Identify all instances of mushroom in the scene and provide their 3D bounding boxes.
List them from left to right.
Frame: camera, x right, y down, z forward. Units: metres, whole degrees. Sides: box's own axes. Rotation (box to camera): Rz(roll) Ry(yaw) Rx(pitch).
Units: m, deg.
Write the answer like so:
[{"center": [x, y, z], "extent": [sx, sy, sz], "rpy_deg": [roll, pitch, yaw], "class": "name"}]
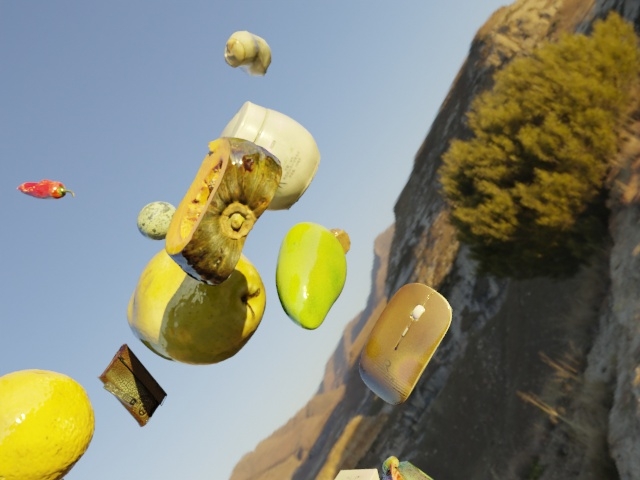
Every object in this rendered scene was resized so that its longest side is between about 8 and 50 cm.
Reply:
[{"center": [-0.204, -0.525, 1.745], "extent": [0.351, 0.097, 0.109], "rpy_deg": [-51, -26, -78], "class": "mushroom"}]

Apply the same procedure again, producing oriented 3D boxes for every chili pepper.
[{"center": [-0.757, -0.142, 1.711], "extent": [0.059, 0.191, 0.050], "rpy_deg": [-66, -24, -46], "class": "chili pepper"}]

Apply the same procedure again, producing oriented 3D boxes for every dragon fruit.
[{"center": [0.263, 0.687, 1.621], "extent": [0.130, 0.268, 0.295], "rpy_deg": [-54, 14, -9], "class": "dragon fruit"}]

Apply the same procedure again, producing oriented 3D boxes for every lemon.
[{"center": [-0.559, 0.365, 1.202], "extent": [0.228, 0.228, 0.253], "rpy_deg": [-58, -18, 8], "class": "lemon"}]

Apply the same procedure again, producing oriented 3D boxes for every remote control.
[{"center": [-0.510, 0.393, 1.575], "extent": [0.016, 0.091, 0.034], "rpy_deg": [-54, 3, 18], "class": "remote control"}]

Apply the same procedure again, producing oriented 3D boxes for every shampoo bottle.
[{"center": [-0.163, -0.234, 1.764], "extent": [0.273, 0.266, 0.273], "rpy_deg": [-47, 26, 31], "class": "shampoo bottle"}]

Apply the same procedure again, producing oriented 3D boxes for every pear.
[{"center": [-0.351, 0.175, 1.767], "extent": [0.418, 0.362, 0.362], "rpy_deg": [-12, 19, 33], "class": "pear"}]

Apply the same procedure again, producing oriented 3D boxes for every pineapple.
[{"center": [0.000, 0.000, 2.321], "extent": [0.251, 0.125, 0.125], "rpy_deg": [8, 55, 53], "class": "pineapple"}]

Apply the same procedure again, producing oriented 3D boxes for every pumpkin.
[{"center": [-0.216, -0.069, 1.335], "extent": [0.317, 0.139, 0.222], "rpy_deg": [-64, 29, 5], "class": "pumpkin"}]

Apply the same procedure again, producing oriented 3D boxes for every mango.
[{"center": [-0.023, 0.092, 1.574], "extent": [0.156, 0.192, 0.343], "rpy_deg": [-44, 24, 34], "class": "mango"}]

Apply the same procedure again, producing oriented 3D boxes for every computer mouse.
[{"center": [0.156, 0.199, 1.181], "extent": [0.056, 0.126, 0.245], "rpy_deg": [-1, -57, -55], "class": "computer mouse"}]

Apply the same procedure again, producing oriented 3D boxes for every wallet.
[{"center": [-0.566, 0.444, 1.895], "extent": [0.133, 0.039, 0.243], "rpy_deg": [-57, -46, -40], "class": "wallet"}]

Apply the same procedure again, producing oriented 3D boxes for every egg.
[{"center": [-0.557, -0.070, 2.144], "extent": [0.132, 0.132, 0.172], "rpy_deg": [-62, -4, 27], "class": "egg"}]

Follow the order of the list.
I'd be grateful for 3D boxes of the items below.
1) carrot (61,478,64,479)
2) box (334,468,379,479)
[{"center": [-0.657, 0.666, 1.566], "extent": [0.055, 0.161, 0.055], "rpy_deg": [-24, -14, -6], "class": "carrot"}, {"center": [0.108, 0.792, 1.999], "extent": [0.129, 0.130, 0.051], "rpy_deg": [-25, -77, -66], "class": "box"}]
